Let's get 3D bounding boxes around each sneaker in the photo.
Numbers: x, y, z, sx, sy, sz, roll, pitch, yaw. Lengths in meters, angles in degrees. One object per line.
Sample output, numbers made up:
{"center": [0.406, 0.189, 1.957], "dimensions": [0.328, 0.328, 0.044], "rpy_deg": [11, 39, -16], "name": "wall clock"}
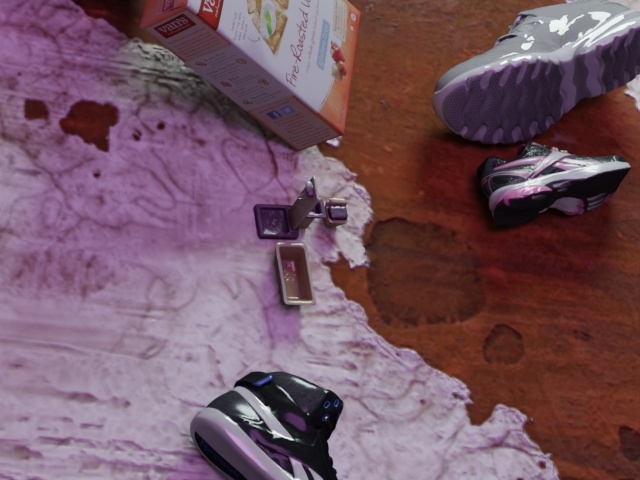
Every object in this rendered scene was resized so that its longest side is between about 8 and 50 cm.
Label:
{"center": [0.222, -0.186, 1.883], "dimensions": [0.281, 0.105, 0.115], "rpy_deg": [-21, 44, -30], "name": "sneaker"}
{"center": [0.000, 0.199, 1.560], "dimensions": [0.217, 0.079, 0.121], "rpy_deg": [46, 56, 6], "name": "sneaker"}
{"center": [0.238, -0.073, 1.828], "dimensions": [0.178, 0.072, 0.077], "rpy_deg": [-9, 57, -34], "name": "sneaker"}

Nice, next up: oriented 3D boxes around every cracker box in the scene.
{"center": [-0.062, -0.212, 1.706], "dimensions": [0.232, 0.067, 0.156], "rpy_deg": [36, 49, -39], "name": "cracker box"}

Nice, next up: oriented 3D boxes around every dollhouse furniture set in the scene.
{"center": [0.000, 0.000, 1.668], "dimensions": [0.091, 0.081, 0.114], "rpy_deg": [2, 63, -23], "name": "dollhouse furniture set"}
